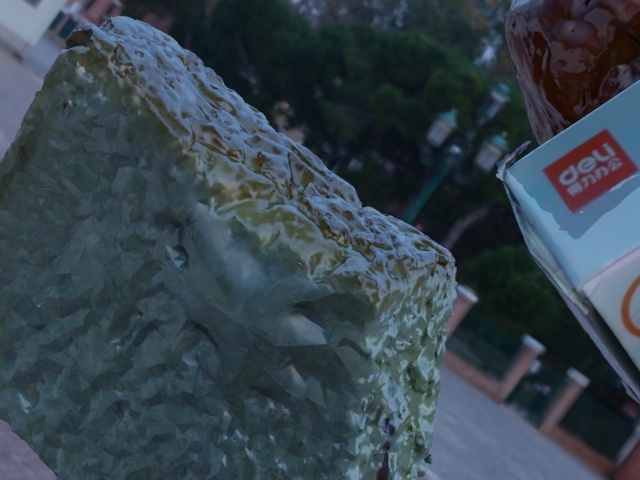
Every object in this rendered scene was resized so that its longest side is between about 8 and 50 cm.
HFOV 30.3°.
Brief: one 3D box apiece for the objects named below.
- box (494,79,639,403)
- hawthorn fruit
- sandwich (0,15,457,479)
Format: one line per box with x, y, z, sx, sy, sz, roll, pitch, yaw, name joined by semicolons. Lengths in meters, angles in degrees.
0.214;-0.040;0.462;0.135;0.269;0.079;46;14;-40;box
0.186;-0.103;0.664;0.179;0.174;0.173;5;17;-27;hawthorn fruit
-0.074;0.059;0.743;0.325;0.262;0.131;40;22;9;sandwich
